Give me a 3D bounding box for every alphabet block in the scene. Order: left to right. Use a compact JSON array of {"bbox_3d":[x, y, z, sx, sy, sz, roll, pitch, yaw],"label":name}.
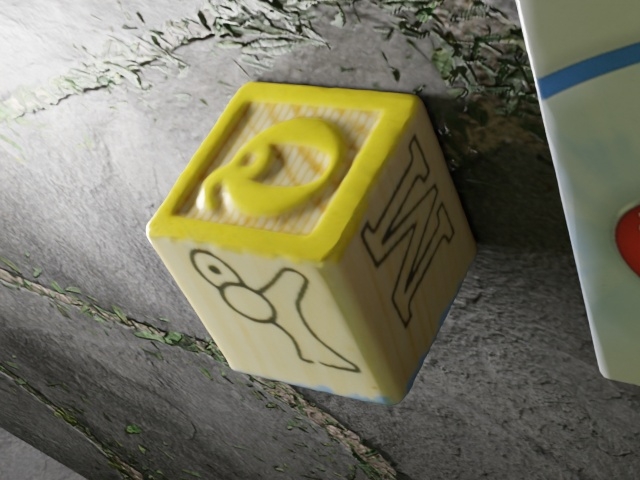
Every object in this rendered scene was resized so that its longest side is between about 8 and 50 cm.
[{"bbox_3d":[0.000,0.000,1.121,0.192,0.193,0.197,8,143,30],"label":"alphabet block"}]

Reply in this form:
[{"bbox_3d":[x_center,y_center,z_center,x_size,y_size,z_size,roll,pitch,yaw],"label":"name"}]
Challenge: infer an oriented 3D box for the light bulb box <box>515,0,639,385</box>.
[{"bbox_3d":[0.267,-0.093,0.410,0.358,0.225,0.361,13,147,31],"label":"light bulb box"}]
